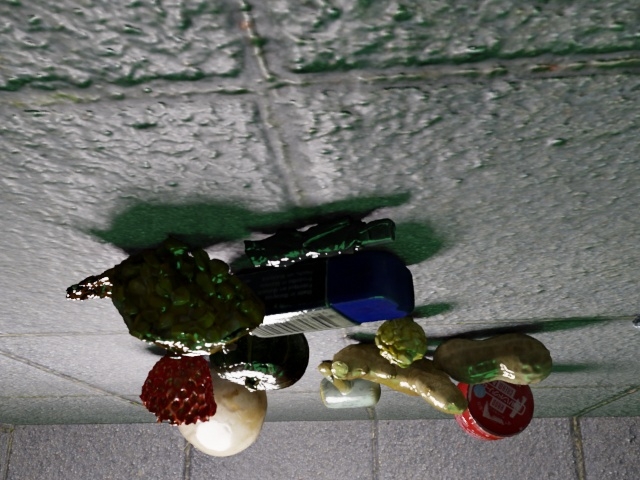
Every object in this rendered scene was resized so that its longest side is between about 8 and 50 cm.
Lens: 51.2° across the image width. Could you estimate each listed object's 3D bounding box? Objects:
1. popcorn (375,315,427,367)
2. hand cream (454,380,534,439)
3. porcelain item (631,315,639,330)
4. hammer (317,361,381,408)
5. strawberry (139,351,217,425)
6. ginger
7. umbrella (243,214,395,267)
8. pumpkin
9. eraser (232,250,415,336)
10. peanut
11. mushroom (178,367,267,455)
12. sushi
[{"bbox_3d":[0.186,0.226,1.502,0.120,0.116,0.106,-18,170,38],"label":"popcorn"},{"bbox_3d":[0.530,0.506,2.071,0.230,0.231,0.149,3,156,-9],"label":"hand cream"},{"bbox_3d":[0.730,0.176,1.485,0.028,0.036,0.083,39,142,-9],"label":"porcelain item"},{"bbox_3d":[0.066,0.444,2.102,0.201,0.113,0.305,-10,148,16],"label":"hammer"},{"bbox_3d":[-0.375,0.386,1.848,0.233,0.178,0.234,18,-167,-4],"label":"strawberry"},{"bbox_3d":[0.211,0.344,1.788,0.347,0.122,0.363,24,-173,6],"label":"ginger"},{"bbox_3d":[0.000,0.000,1.001,0.235,0.059,0.066,-11,178,20],"label":"umbrella"},{"bbox_3d":[-0.138,0.266,1.539,0.237,0.159,0.238,3,163,1],"label":"pumpkin"},{"bbox_3d":[-0.011,0.099,1.193,0.331,0.102,0.155,-12,154,25],"label":"eraser"},{"bbox_3d":[0.420,0.290,1.654,0.298,0.120,0.136,-7,-160,28],"label":"peanut"},{"bbox_3d":[-0.310,0.505,2.101,0.292,0.293,0.290,5,-166,-14],"label":"mushroom"},{"bbox_3d":[-0.241,0.097,1.099,0.296,0.167,0.179,27,165,6],"label":"sushi"}]
